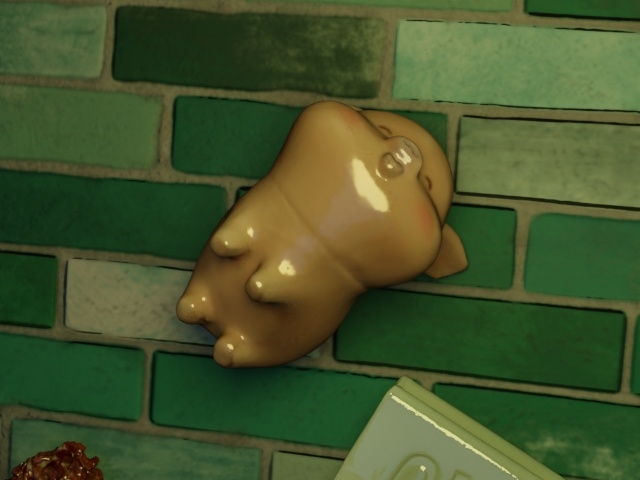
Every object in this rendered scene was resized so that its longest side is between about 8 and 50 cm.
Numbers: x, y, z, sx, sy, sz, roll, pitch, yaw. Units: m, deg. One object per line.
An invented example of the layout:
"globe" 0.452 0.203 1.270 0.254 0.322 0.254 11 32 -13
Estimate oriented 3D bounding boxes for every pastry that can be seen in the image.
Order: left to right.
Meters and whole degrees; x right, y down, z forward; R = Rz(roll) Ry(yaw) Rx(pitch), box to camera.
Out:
"pastry" -0.339 0.334 1.501 0.115 0.097 0.208 45 102 26

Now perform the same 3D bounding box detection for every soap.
"soap" 0.154 0.286 1.381 0.265 0.087 0.160 33 101 10

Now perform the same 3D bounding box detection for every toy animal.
"toy animal" 0.000 0.000 1.343 0.237 0.269 0.326 50 135 7
